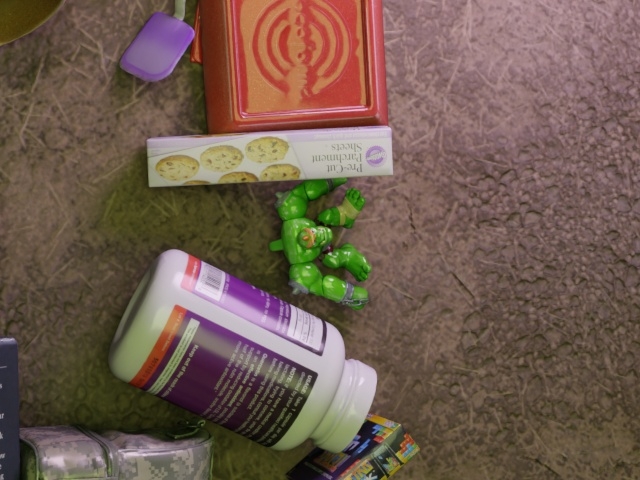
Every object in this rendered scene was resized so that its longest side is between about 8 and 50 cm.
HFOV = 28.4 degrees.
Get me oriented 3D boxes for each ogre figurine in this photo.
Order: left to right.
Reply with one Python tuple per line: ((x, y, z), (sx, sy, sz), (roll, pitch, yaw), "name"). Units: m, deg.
((0.000, 0.000, 1.711), (0.118, 0.097, 0.197), (-9, 106, -33), "ogre figurine")

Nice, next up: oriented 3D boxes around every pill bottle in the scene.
((-0.097, 0.154, 1.629), (0.323, 0.181, 0.181), (27, 81, -12), "pill bottle")

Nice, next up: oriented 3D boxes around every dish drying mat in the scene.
((-0.157, -0.282, 1.719), (0.032, 0.008, 0.083), (8, 86, -15), "dish drying mat")

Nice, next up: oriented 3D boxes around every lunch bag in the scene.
((-0.251, 0.379, 1.564), (0.256, 0.212, 0.305), (0, 91, -23), "lunch bag")

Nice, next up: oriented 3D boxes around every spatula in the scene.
((-0.172, -0.346, 1.663), (0.084, 0.030, 0.296), (30, 99, 28), "spatula")

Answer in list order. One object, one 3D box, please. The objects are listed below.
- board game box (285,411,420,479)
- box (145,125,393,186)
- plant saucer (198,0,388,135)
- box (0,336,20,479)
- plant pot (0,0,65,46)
((0.039, 0.292, 1.665), (0.141, 0.170, 0.048), (-39, 99, -14), "board game box")
((-0.067, -0.111, 1.669), (0.324, 0.063, 0.067), (-2, 99, -2), "box")
((-0.029, -0.264, 1.714), (0.259, 0.048, 0.258), (-5, 98, -16), "plant saucer")
((-0.516, 0.309, 1.428), (0.293, 0.212, 0.395), (-3, 87, 28), "box")
((-0.464, -0.388, 1.549), (0.237, 0.237, 0.254), (-19, 78, -15), "plant pot")
